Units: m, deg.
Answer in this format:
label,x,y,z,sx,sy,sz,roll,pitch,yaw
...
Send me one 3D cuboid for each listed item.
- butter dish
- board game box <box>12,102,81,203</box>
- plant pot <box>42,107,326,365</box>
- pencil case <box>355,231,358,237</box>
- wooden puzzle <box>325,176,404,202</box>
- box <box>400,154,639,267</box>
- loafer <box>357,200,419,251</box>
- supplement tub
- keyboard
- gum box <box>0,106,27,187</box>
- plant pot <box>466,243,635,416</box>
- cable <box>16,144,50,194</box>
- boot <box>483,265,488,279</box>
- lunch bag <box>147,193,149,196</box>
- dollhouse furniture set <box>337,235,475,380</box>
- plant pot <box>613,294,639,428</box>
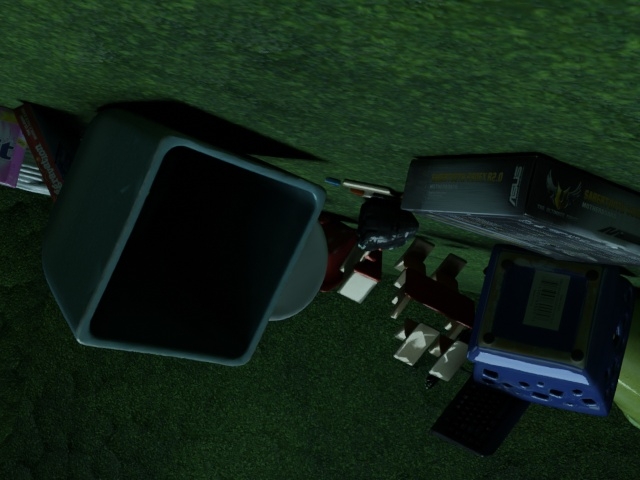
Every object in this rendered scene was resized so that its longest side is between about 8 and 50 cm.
label,x,y,z,sx,sy,sz,roll,pitch,yaw
butter dish,0.000,0.000,1.656,0.160,0.118,0.160,27,-139,27
board game box,-0.367,-0.103,1.261,0.027,0.145,0.281,-26,177,-3
plant pot,-0.196,-0.025,1.051,0.248,0.247,0.252,17,-169,-44
pencil case,-0.037,0.006,1.854,0.284,0.124,0.124,13,176,-9
wooden puzzle,0.070,-0.064,1.160,0.116,0.014,0.078,12,176,25
box,0.225,-0.026,0.851,0.231,0.056,0.183,16,176,-29
loafer,0.095,-0.019,1.246,0.078,0.076,0.223,5,-179,-2
supplement tub,-0.159,0.017,1.487,0.235,0.235,0.325,16,175,-35
keyboard,0.294,0.242,1.551,0.201,0.317,0.033,17,135,36
gum box,-0.528,-0.152,1.247,0.188,0.107,0.062,14,176,-6
plant pot,0.374,0.136,1.411,0.236,0.236,0.212,10,163,25
cable,-0.547,-0.140,1.669,0.257,0.089,0.257,14,177,-2
boot,0.433,0.159,1.691,0.094,0.207,0.246,-31,-154,-28
lunch bag,-0.265,-0.092,1.315,0.128,0.096,0.151,13,167,8
dollhouse furniture set,0.173,0.083,1.571,0.259,0.135,0.262,26,-146,-13
plant pot,0.620,0.214,1.734,0.254,0.276,0.276,27,172,-19
